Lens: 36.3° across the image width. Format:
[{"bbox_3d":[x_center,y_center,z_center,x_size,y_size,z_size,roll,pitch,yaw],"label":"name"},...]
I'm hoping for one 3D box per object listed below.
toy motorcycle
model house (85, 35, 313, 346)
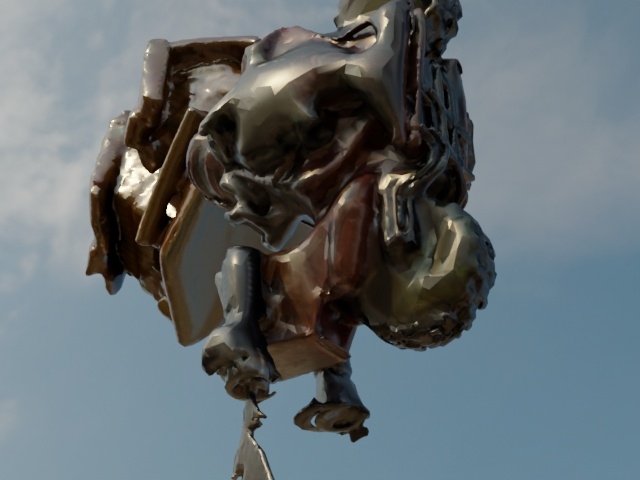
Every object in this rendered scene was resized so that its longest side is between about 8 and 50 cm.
[{"bbox_3d":[0.000,0.000,0.575,0.207,0.401,0.134,-19,-35,24],"label":"toy motorcycle"},{"bbox_3d":[-0.125,-0.064,0.877,0.229,0.219,0.199,25,-39,40],"label":"model house"}]
